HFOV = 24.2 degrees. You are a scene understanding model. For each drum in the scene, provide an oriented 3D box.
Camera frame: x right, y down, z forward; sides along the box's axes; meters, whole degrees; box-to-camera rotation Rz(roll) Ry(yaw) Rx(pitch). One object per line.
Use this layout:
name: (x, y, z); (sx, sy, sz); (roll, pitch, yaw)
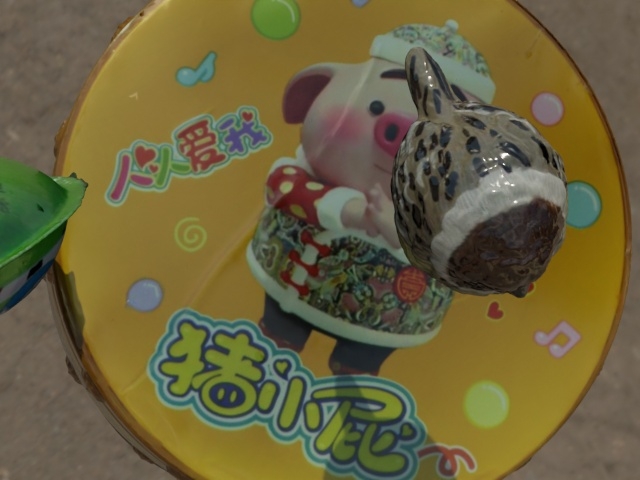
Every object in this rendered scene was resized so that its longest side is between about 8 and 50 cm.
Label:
drum: (0.000, 0.000, 1.104); (0.431, 0.214, 0.431); (1, 84, -11)

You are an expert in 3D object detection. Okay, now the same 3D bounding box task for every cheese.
cheese: (-0.237, -0.004, 0.895); (0.204, 0.320, 0.083); (-23, 108, -5)

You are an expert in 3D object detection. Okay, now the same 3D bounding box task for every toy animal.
toy animal: (0.078, -0.034, 0.769); (0.098, 0.098, 0.137); (-34, 107, -47)
